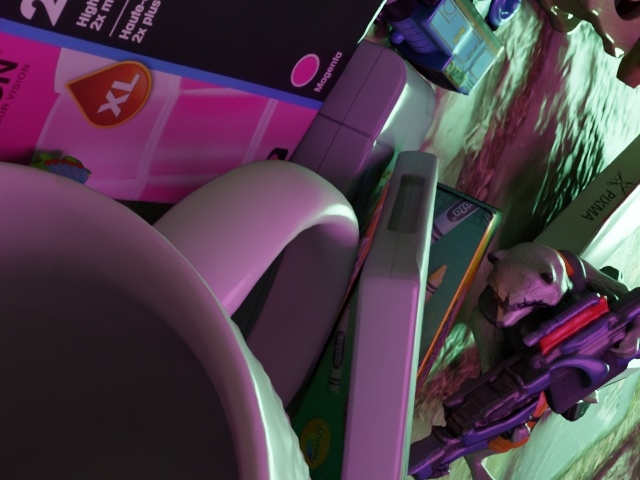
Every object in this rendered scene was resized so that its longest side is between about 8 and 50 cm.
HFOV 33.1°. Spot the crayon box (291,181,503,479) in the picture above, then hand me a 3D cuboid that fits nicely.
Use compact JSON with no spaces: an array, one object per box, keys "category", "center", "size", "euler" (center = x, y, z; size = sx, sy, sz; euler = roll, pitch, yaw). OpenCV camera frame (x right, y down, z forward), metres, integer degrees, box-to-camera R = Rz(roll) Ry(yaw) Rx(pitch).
[{"category":"crayon box","center":[0.067,0.083,0.970],"size":[0.278,0.081,0.165],"euler":[-65,169,6]}]

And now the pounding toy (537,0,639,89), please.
[{"category":"pounding toy","center":[0.319,-0.254,1.046],"size":[0.154,0.155,0.269],"euler":[-59,151,3]}]

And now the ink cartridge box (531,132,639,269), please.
[{"category":"ink cartridge box","center":[0.342,-0.044,1.281],"size":[0.296,0.066,0.261],"euler":[-41,159,-31]}]

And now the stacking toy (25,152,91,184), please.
[{"category":"stacking toy","center":[-0.135,0.031,0.635],"size":[0.167,0.052,0.221],"euler":[-45,155,22]}]

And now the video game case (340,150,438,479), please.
[{"category":"video game case","center":[0.043,0.130,0.718],"size":[0.300,0.036,0.329],"euler":[-65,160,-72]}]

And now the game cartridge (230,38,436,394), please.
[{"category":"game cartridge","center":[0.000,0.000,0.823],"size":[0.297,0.062,0.198],"euler":[-65,172,7]}]

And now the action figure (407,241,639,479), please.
[{"category":"action figure","center":[0.191,0.132,1.125],"size":[0.341,0.178,0.330],"euler":[-26,140,-17]}]

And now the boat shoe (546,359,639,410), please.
[{"category":"boat shoe","center":[0.325,0.178,1.445],"size":[0.335,0.121,0.119],"euler":[6,133,-47]}]

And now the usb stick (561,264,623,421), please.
[{"category":"usb stick","center":[0.406,0.159,1.627],"size":[0.077,0.045,0.278],"euler":[-42,145,-42]}]

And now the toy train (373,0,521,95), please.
[{"category":"toy train","center":[0.092,-0.190,0.837],"size":[0.105,0.080,0.184],"euler":[-56,150,3]}]

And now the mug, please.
[{"category":"mug","center":[-0.103,0.121,0.521],"size":[0.374,0.276,0.328],"euler":[-53,160,-15]}]

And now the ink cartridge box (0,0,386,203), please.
[{"category":"ink cartridge box","center":[-0.116,-0.111,0.574],"size":[0.371,0.069,0.176],"euler":[5,122,-55]}]
